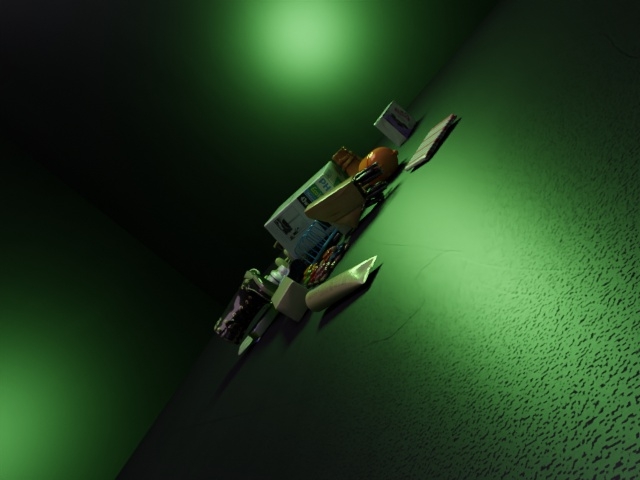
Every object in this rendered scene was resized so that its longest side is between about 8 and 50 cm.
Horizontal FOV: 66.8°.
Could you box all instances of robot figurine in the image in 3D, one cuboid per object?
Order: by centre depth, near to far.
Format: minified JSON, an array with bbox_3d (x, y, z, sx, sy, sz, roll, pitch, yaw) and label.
[{"bbox_3d":[0.230,-0.294,1.937,0.219,0.157,0.128,150,118,-73],"label":"robot figurine"}]

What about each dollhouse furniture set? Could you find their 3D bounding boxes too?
[{"bbox_3d":[-0.194,0.098,2.380,0.242,0.161,0.212,-51,-3,-41],"label":"dollhouse furniture set"}]

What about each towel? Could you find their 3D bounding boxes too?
[{"bbox_3d":[0.362,-0.315,1.589,0.197,0.029,0.144,-55,7,-15],"label":"towel"}]

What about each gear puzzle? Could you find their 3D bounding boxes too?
[{"bbox_3d":[-0.003,0.086,1.761,0.176,0.044,0.339,-53,7,-18],"label":"gear puzzle"}]

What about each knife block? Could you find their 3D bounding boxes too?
[{"bbox_3d":[0.096,-0.179,1.751,0.088,0.275,0.242,-66,-13,-68],"label":"knife block"}]

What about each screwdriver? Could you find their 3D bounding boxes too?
[{"bbox_3d":[0.028,0.038,1.937,0.170,0.024,0.025,-50,35,22],"label":"screwdriver"}]

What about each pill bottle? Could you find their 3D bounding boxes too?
[{"bbox_3d":[-0.199,0.204,2.181,0.180,0.108,0.108,-50,6,-3],"label":"pill bottle"}]

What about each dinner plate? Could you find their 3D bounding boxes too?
[{"bbox_3d":[-0.314,0.434,2.097,0.141,0.017,0.141,-49,6,7],"label":"dinner plate"}]

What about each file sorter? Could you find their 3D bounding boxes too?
[{"bbox_3d":[-0.016,-0.001,1.959,0.118,0.104,0.170,-60,-4,37],"label":"file sorter"}]

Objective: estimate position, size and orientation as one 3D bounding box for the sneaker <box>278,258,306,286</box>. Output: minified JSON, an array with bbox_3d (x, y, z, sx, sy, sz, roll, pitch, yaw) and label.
[{"bbox_3d":[-0.130,0.158,2.086,0.081,0.080,0.211,-41,10,43],"label":"sneaker"}]

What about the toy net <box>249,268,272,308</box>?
[{"bbox_3d":[-0.267,0.230,2.106,0.122,0.045,0.232,-45,51,1],"label":"toy net"}]

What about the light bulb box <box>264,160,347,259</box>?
[{"bbox_3d":[-0.029,-0.145,2.249,0.361,0.225,0.358,-39,10,17],"label":"light bulb box"}]

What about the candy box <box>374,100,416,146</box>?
[{"bbox_3d":[0.370,-0.574,2.377,0.070,0.164,0.196,-44,10,44],"label":"candy box"}]

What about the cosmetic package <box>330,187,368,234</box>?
[{"bbox_3d":[0.115,-0.133,1.944,0.060,0.098,0.239,-44,9,46],"label":"cosmetic package"}]

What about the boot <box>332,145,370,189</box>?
[{"bbox_3d":[0.149,-0.329,2.264,0.109,0.220,0.283,-45,8,37],"label":"boot"}]

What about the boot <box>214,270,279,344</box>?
[{"bbox_3d":[-0.288,0.272,1.909,0.284,0.138,0.377,-59,21,-7],"label":"boot"}]

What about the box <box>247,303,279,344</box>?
[{"bbox_3d":[-0.227,0.330,1.955,0.178,0.042,0.109,-53,6,-28],"label":"box"}]

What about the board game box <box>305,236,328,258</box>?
[{"bbox_3d":[0.000,0.000,2.320,0.126,0.026,0.186,-46,8,34],"label":"board game box"}]

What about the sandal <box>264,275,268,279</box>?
[{"bbox_3d":[-0.257,0.255,2.566,0.079,0.088,0.240,-17,22,11],"label":"sandal"}]

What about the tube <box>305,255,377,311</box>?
[{"bbox_3d":[0.050,0.115,1.201,0.240,0.062,0.070,-37,58,46],"label":"tube"}]

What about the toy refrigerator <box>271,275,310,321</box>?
[{"bbox_3d":[-0.091,0.189,1.597,0.102,0.094,0.269,-58,6,-6],"label":"toy refrigerator"}]
